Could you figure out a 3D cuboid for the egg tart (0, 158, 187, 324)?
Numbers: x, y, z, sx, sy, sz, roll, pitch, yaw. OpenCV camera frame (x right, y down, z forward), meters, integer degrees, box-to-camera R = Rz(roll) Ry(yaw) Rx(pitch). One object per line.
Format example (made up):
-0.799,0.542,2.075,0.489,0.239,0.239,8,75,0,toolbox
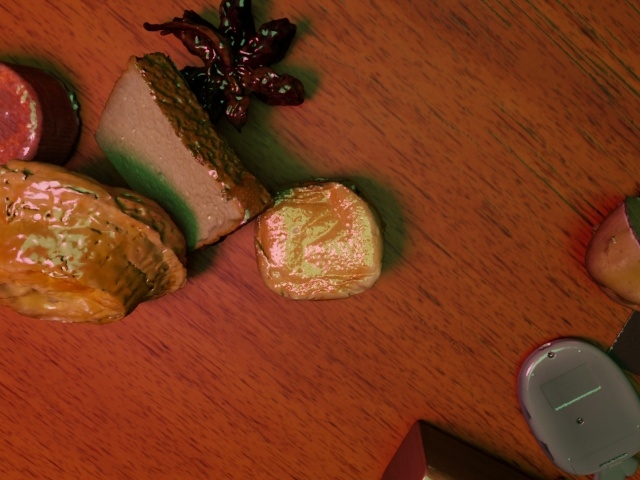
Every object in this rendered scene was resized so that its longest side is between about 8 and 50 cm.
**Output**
-0.358,0.034,0.637,0.340,0.129,0.341,0,146,0,egg tart

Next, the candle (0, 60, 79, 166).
-0.559,-0.161,0.682,0.287,0.131,0.317,40,100,-2,candle

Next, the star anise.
-0.133,-0.254,0.643,0.220,0.126,0.190,-16,104,3,star anise

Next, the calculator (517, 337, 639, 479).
0.456,0.303,0.762,0.185,0.041,0.299,-30,97,8,calculator

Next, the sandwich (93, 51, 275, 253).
-0.203,-0.109,0.648,0.226,0.087,0.251,-27,101,46,sandwich

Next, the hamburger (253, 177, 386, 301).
0.000,0.002,0.692,0.213,0.108,0.214,0,100,2,hamburger

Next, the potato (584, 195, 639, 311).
0.479,0.046,0.668,0.202,0.182,0.117,35,133,-12,potato

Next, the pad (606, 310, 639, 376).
0.589,0.139,0.742,0.142,0.003,0.212,25,101,-2,pad

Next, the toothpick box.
0.270,0.464,0.740,0.307,0.187,0.190,27,102,1,toothpick box
